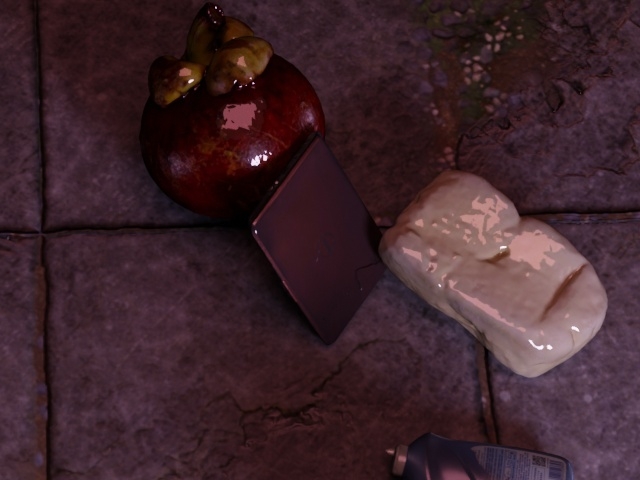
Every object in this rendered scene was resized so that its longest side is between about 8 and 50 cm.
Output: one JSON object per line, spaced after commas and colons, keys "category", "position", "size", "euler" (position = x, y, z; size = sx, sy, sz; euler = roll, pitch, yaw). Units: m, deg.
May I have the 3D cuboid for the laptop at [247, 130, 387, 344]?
{"category": "laptop", "position": [0.000, 0.000, 1.752], "size": [0.026, 0.207, 0.154], "euler": [11, 56, 42]}

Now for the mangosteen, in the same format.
{"category": "mangosteen", "position": [-0.104, -0.150, 1.768], "size": [0.215, 0.257, 0.215], "euler": [-3, 40, 3]}

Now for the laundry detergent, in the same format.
{"category": "laundry detergent", "position": [0.170, 0.262, 1.703], "size": [0.206, 0.061, 0.096], "euler": [13, 64, 0]}

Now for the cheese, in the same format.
{"category": "cheese", "position": [0.203, 0.040, 1.801], "size": [0.263, 0.093, 0.159], "euler": [37, 66, 6]}
